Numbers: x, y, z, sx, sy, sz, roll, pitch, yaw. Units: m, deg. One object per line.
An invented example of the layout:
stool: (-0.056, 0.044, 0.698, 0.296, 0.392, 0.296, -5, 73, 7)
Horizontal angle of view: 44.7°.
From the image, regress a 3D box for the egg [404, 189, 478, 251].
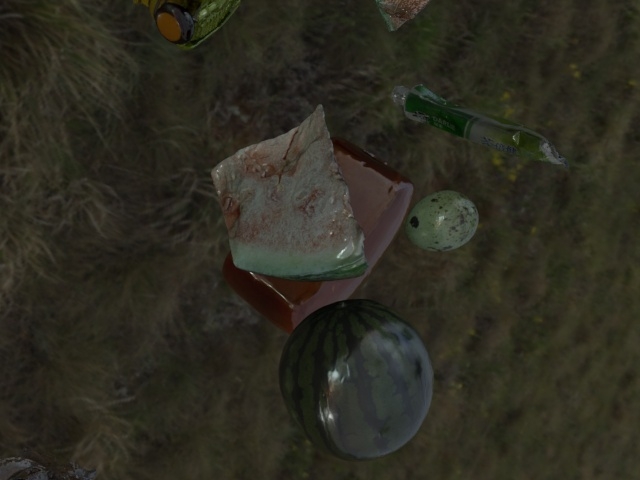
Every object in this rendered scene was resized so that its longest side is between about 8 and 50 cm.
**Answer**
egg: (0.169, -0.026, 1.099, 0.085, 0.110, 0.085, 22, 60, -44)

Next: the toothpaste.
toothpaste: (0.188, -0.145, 0.961, 0.078, 0.248, 0.046, 28, 91, -57)

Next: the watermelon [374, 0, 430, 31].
watermelon: (0.183, -0.477, 1.589, 0.155, 0.080, 0.101, -49, 159, -26)

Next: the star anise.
star anise: (-0.335, 0.302, 0.945, 0.182, 0.195, 0.065, 34, 84, -38)

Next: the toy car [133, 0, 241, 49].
toy car: (-0.164, -0.383, 1.046, 0.200, 0.142, 0.248, -51, 180, -41)

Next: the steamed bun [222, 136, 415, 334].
steamed bun: (0.000, 0.000, 1.507, 0.379, 0.235, 0.248, -51, 167, -15)

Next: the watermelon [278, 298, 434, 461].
watermelon: (0.046, 0.180, 1.026, 0.212, 0.212, 0.212, -39, 142, -39)

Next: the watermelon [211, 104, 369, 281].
watermelon: (-0.023, -0.046, 1.102, 0.231, 0.193, 0.310, 57, 16, -21)
